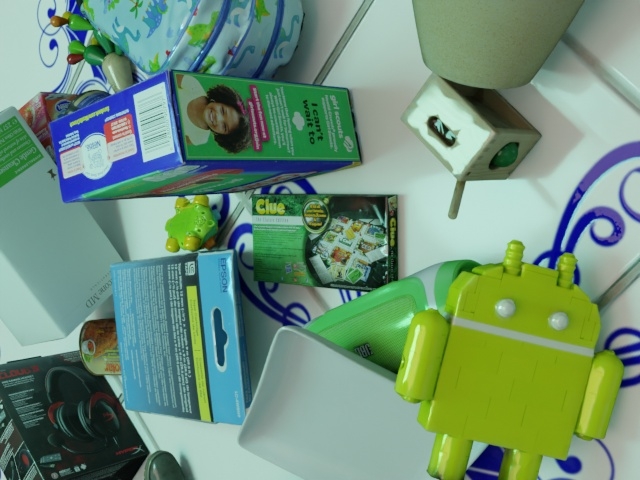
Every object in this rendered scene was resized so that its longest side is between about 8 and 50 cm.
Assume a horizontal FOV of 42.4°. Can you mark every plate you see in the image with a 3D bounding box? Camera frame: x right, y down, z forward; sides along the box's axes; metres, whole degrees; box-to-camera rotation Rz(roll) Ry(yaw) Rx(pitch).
[{"bbox_3d":[0.047,0.237,1.045,0.277,0.045,0.278,25,134,4],"label":"plate"}]

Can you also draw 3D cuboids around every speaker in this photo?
[{"bbox_3d":[0.088,0.125,1.049,0.296,0.131,0.131,-28,75,40],"label":"speaker"}]

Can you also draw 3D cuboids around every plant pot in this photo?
[{"bbox_3d":[0.191,-0.309,0.861,0.256,0.256,0.274,33,130,35],"label":"plant pot"}]

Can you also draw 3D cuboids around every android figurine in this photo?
[{"bbox_3d":[0.208,0.138,0.898,0.056,0.248,0.273,-149,74,-81],"label":"android figurine"}]

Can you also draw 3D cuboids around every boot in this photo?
[{"bbox_3d":[-0.195,0.444,1.364,0.208,0.076,0.190,-8,103,49],"label":"boot"}]

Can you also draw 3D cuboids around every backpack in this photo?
[{"bbox_3d":[-0.189,-0.348,1.191,0.355,0.273,0.290,44,108,16],"label":"backpack"}]

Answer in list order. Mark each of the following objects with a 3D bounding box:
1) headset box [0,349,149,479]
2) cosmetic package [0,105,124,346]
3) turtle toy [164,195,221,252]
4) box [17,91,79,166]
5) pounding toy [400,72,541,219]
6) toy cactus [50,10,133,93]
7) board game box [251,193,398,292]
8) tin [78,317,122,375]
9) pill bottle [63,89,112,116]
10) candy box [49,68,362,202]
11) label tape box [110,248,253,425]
[{"bbox_3d":[-0.489,0.333,1.519,0.293,0.218,0.110,51,122,27],"label":"headset box"},{"bbox_3d":[-0.525,-0.018,1.436,0.155,0.197,0.366,-16,116,41],"label":"cosmetic package"},{"bbox_3d":[-0.209,-0.019,1.338,0.130,0.066,0.095,-6,67,44],"label":"turtle toy"},{"bbox_3d":[-0.529,-0.172,1.570,0.256,0.122,0.128,-23,79,40],"label":"box"},{"bbox_3d":[0.170,-0.110,0.951,0.141,0.130,0.100,52,124,25],"label":"pounding toy"},{"bbox_3d":[-0.376,-0.344,1.446,0.218,0.112,0.181,-19,91,33],"label":"toy cactus"},{"bbox_3d":[0.000,0.000,1.181,0.259,0.030,0.136,4,99,41],"label":"board game box"},{"bbox_3d":[-0.386,0.197,1.537,0.189,0.040,0.106,-7,85,42],"label":"tin"},{"bbox_3d":[-0.330,-0.172,1.395,0.219,0.122,0.123,27,111,37],"label":"pill bottle"},{"bbox_3d":[-0.149,-0.131,1.108,0.268,0.317,0.122,-10,89,43],"label":"candy box"},{"bbox_3d":[-0.191,0.144,1.286,0.347,0.115,0.249,-7,89,47],"label":"label tape box"}]
